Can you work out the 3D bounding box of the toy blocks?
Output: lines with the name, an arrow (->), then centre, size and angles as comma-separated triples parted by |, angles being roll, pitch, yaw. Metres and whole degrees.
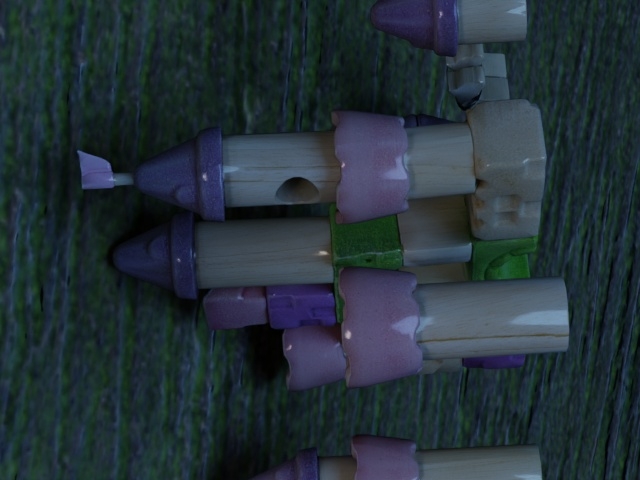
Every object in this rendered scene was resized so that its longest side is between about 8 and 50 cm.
toy blocks -> 0.000, 0.000, 1.148 | 0.288, 0.260, 0.309 | 85, 2, -59
